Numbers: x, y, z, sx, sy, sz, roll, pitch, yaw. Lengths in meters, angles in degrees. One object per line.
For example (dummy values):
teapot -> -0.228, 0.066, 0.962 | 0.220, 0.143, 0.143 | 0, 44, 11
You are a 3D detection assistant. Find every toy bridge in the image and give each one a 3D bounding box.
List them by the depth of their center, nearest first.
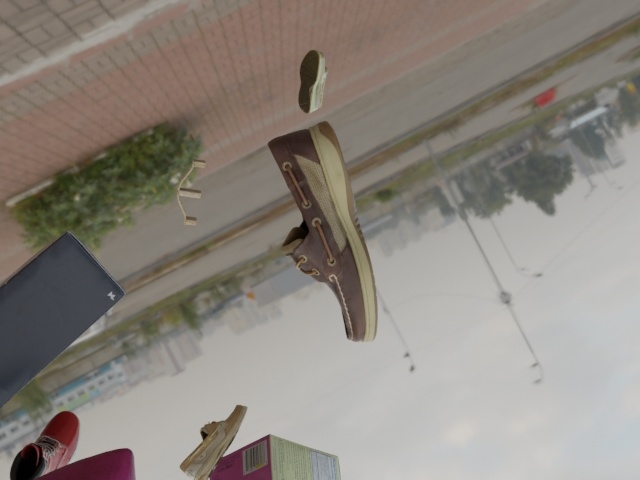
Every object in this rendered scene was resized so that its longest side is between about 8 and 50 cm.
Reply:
toy bridge -> -0.351, -0.127, 2.077 | 0.063, 0.188, 0.026 | 8, -157, -13

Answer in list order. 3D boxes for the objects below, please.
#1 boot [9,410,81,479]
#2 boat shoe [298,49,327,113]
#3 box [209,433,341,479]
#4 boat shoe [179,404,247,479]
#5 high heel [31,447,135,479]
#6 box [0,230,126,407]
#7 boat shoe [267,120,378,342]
boot -> -0.565, 0.428, 1.613 | 0.244, 0.088, 0.176 | -75, -179, -47
boat shoe -> -0.010, -0.337, 1.637 | 0.048, 0.056, 0.153 | -27, 144, -31
box -> -0.107, 0.581, 1.872 | 0.213, 0.117, 0.243 | -33, 135, 30
boat shoe -> -0.186, 0.346, 1.364 | 0.170, 0.059, 0.063 | -54, 170, -47
high heel -> -0.408, 0.343, 1.020 | 0.377, 0.181, 0.127 | 4, 155, 20
box -> -0.617, 0.161, 1.637 | 0.343, 0.179, 0.312 | -45, -165, -21
boat shoe -> 0.000, 0.000, 1.172 | 0.123, 0.342, 0.123 | -15, -166, -3
